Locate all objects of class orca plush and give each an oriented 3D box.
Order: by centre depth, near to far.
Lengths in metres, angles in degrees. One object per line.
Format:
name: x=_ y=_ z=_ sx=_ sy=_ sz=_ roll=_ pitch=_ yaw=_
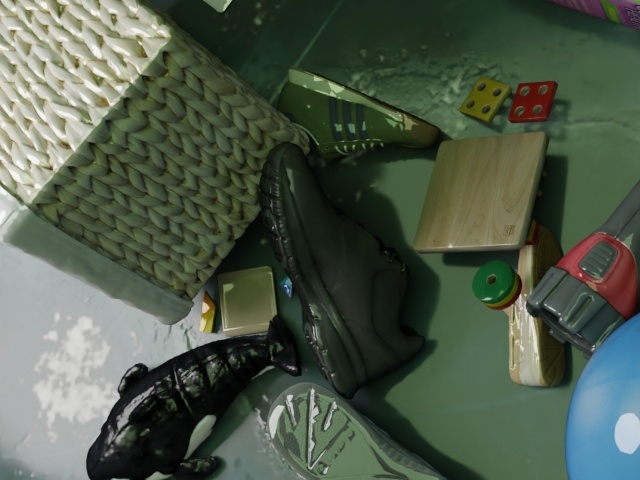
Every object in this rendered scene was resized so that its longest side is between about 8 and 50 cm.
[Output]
orca plush: x=-0.154 y=0.190 z=1.634 sx=0.287 sy=0.102 sz=0.151 roll=-22 pitch=80 yaw=16

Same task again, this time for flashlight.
flashlight: x=0.335 y=-0.022 z=1.486 sx=0.103 sy=0.103 sz=0.304 roll=43 pitch=82 yaw=-17

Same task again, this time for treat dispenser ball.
treat dispenser ball: x=0.368 y=0.190 z=1.361 sx=0.288 sy=0.288 sz=0.288 roll=-3 pitch=82 yaw=19

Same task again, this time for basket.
basket: x=-0.247 y=-0.135 z=1.572 sx=0.266 sy=0.331 sz=0.328 roll=-51 pitch=57 yaw=4

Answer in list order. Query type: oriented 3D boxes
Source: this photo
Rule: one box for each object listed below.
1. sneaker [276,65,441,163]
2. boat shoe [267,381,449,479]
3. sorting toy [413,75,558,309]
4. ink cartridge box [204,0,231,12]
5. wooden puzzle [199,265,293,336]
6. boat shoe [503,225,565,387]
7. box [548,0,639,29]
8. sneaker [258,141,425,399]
sneaker: x=0.034 y=-0.121 z=1.645 sx=0.192 sy=0.064 sz=0.086 roll=25 pitch=98 yaw=21
boat shoe: x=0.079 y=0.273 z=1.558 sx=0.320 sy=0.103 sz=0.118 roll=40 pitch=93 yaw=15
sorting toy: x=0.179 y=-0.050 z=1.567 sx=0.132 sy=0.046 sz=0.274 roll=-3 pitch=61 yaw=39
ink cartridge box: x=-0.106 y=-0.368 z=1.724 sx=0.104 sy=0.060 sz=0.180 roll=39 pitch=96 yaw=19
wooden puzzle: x=-0.082 y=0.069 z=1.680 sx=0.116 sy=0.014 sz=0.078 roll=-3 pitch=86 yaw=19
boat shoe: x=0.217 y=0.070 z=1.552 sx=0.059 sy=0.063 sz=0.170 roll=-11 pitch=72 yaw=42
box: x=0.314 y=-0.348 z=1.548 sx=0.243 sy=0.117 sz=0.213 roll=21 pitch=89 yaw=21
sneaker: x=0.022 y=0.021 z=1.569 sx=0.130 sy=0.109 sz=0.286 roll=-23 pitch=111 yaw=-8
